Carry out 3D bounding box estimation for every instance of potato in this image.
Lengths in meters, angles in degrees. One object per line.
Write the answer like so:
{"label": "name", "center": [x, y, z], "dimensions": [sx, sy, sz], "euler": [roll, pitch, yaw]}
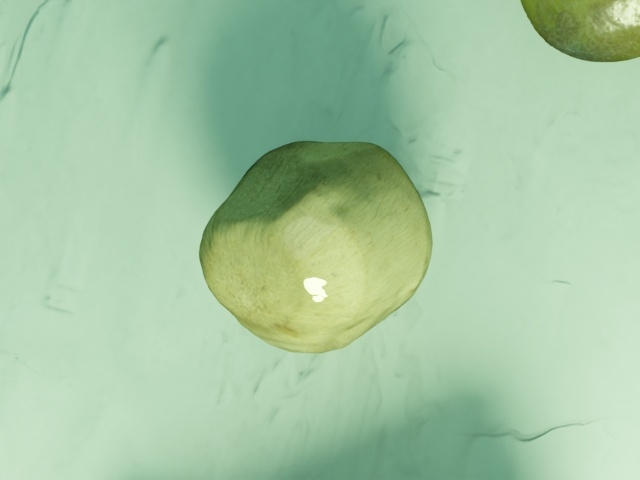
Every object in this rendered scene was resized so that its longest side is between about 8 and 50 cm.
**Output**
{"label": "potato", "center": [0.314, -0.265, 1.488], "dimensions": [0.251, 0.159, 0.174], "euler": [-6, 99, 34]}

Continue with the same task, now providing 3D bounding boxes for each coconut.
{"label": "coconut", "center": [0.000, 0.000, 1.485], "dimensions": [0.224, 0.224, 0.224], "euler": [-2, 80, 10]}
